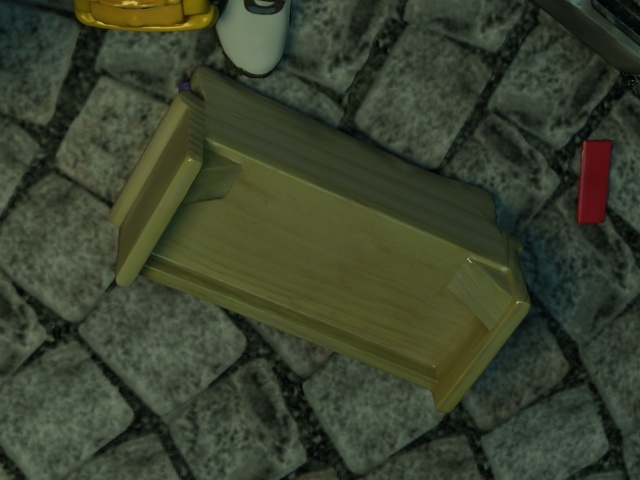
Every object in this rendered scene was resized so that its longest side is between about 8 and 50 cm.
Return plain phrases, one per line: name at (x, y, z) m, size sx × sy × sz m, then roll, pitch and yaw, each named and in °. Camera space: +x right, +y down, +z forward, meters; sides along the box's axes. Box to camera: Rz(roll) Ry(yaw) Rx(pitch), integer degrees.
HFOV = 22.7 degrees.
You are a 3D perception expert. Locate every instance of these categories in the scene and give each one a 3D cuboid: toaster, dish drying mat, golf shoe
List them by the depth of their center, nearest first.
golf shoe at (-0.052, -0.238, 1.404) m, size 0.077 × 0.094 × 0.198 m, roll -1°, pitch 104°, yaw -17°
toaster at (0.300, -0.252, 1.490) m, size 0.185 × 0.110 × 0.168 m, roll 35°, pitch 92°, yaw -20°
dish drying mat at (0.270, -0.058, 1.577) m, size 0.032 × 0.008 × 0.083 m, roll -1°, pitch 101°, yaw -16°

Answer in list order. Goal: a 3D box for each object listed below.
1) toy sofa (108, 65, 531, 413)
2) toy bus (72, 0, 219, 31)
toy sofa at (0.000, 0.000, 1.458) m, size 0.362 × 0.177 × 0.150 m, roll 22°, pitch 120°, yaw -19°
toy bus at (-0.153, -0.272, 1.290) m, size 0.149 × 0.211 × 0.220 m, roll 2°, pitch 104°, yaw 2°
